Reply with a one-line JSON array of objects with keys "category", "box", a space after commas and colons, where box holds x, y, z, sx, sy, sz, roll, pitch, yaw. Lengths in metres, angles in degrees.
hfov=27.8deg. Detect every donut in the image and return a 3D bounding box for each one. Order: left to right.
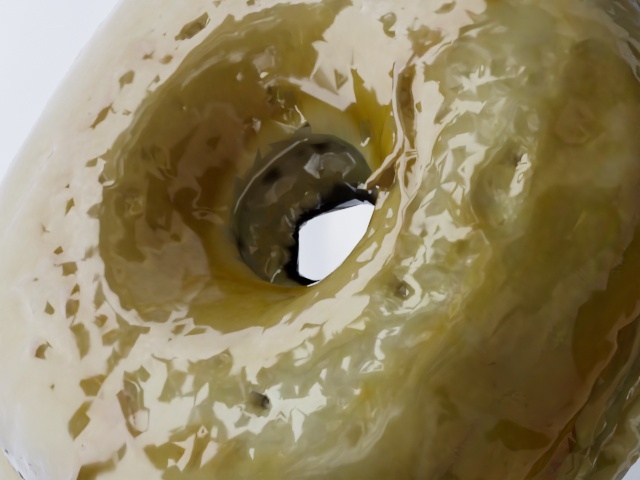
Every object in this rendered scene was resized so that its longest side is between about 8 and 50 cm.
[{"category": "donut", "box": [0.000, 0.000, 0.700, 0.198, 0.448, 0.449, 45, -139, -57]}]
